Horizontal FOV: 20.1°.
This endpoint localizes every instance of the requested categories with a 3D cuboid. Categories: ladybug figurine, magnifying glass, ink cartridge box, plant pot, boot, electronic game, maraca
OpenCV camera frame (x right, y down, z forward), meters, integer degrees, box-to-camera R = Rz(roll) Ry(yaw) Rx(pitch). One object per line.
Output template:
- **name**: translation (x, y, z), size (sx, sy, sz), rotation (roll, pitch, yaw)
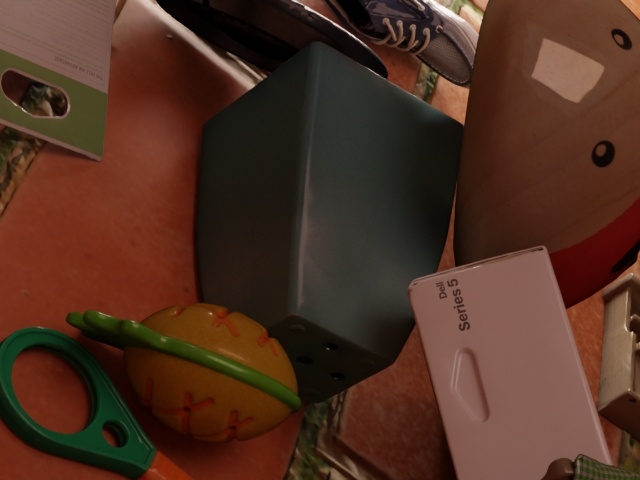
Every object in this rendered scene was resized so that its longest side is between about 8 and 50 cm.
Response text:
- **ladybug figurine**: translation (0.208, -0.075, 1.563), size (0.162, 0.449, 0.305), rotation (8, 81, 6)
- **magnifying glass**: translation (-0.146, 0.149, 1.317), size (0.231, 0.026, 0.092), rotation (39, 40, -13)
- **ink cartridge box**: translation (-0.235, -0.195, 1.442), size (0.171, 0.056, 0.235), rotation (21, 71, -51)
- **ink cartridge box**: translation (0.158, 0.155, 1.427), size (0.273, 0.115, 0.198), rotation (68, 7, -64)
- **plant pot**: translation (0.000, 0.000, 1.475), size (0.166, 0.165, 0.234), rotation (27, 52, -28)
- **boot**: translation (0.081, -0.209, 1.796), size (0.190, 0.069, 0.086), rotation (43, 46, 1)
- **electronic game**: translation (-0.047, -0.185, 1.546), size (0.229, 0.229, 0.048), rotation (27, 85, -28)
- **maraca**: translation (-0.099, 0.091, 1.338), size (0.186, 0.127, 0.099), rotation (25, 73, -21)

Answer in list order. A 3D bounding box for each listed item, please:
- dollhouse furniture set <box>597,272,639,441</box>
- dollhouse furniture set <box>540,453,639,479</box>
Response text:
- **dollhouse furniture set**: translation (0.390, 0.077, 1.732), size (0.212, 0.242, 0.161), rotation (35, 41, -21)
- **dollhouse furniture set**: translation (0.155, 0.287, 1.285), size (0.198, 0.301, 0.151), rotation (11, 53, -42)
